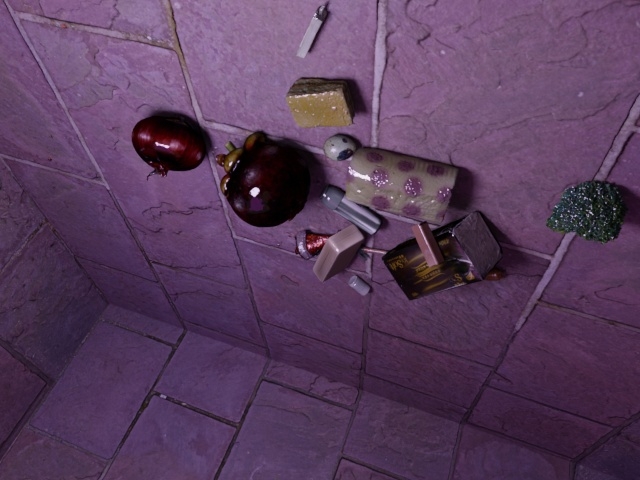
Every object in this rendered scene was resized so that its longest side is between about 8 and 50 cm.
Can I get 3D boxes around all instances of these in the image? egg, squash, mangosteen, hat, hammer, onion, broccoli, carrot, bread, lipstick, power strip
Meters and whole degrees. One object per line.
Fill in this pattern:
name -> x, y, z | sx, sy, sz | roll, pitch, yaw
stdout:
egg -> 0.063, -0.301, 1.731 | 0.110, 0.085, 0.085 | 10, 145, 11
squash -> -0.327, -0.335, 1.990 | 0.027, 0.027, 0.083 | -8, 134, 40
mangosteen -> -0.206, -0.211, 1.846 | 0.347, 0.307, 0.307 | 38, 148, 7
hat -> 0.002, 0.002, 2.207 | 0.228, 0.128, 0.140 | -15, 174, 23
hammer -> 0.273, 0.052, 2.142 | 0.288, 0.033, 0.111 | 8, 143, 24
onion -> -0.565, -0.324, 1.948 | 0.273, 0.285, 0.273 | 13, 167, 3
broccoli -> 0.774, -0.067, 1.556 | 0.220, 0.194, 0.194 | -12, 138, 10
carrot -> 0.600, 0.132, 2.040 | 0.216, 0.048, 0.048 | -5, 137, 44
bread -> 0.257, -0.176, 1.716 | 0.339, 0.155, 0.187 | 16, 144, 12
lipstick -> 0.351, 0.011, 1.731 | 0.045, 0.045, 0.145 | -28, 86, 50
bread -> 0.006, -0.414, 1.594 | 0.196, 0.102, 0.138 | 3, 144, 25
power strip -> -0.024, -0.568, 1.444 | 0.030, 0.047, 0.191 | 26, 148, -11

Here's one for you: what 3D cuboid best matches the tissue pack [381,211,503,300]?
tissue pack -> 0.424, 0.058, 1.880 | 0.210, 0.198, 0.370 | 54, 142, -6

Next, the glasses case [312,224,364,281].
glasses case -> 0.068, 0.057, 2.152 | 0.076, 0.144, 0.336 | 55, 155, 14

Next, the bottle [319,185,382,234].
bottle -> 0.112, -0.115, 1.977 | 0.254, 0.079, 0.096 | 32, -175, -13

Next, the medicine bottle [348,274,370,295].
medicine bottle -> 0.175, 0.203, 2.398 | 0.089, 0.057, 0.057 | 38, 145, -20
